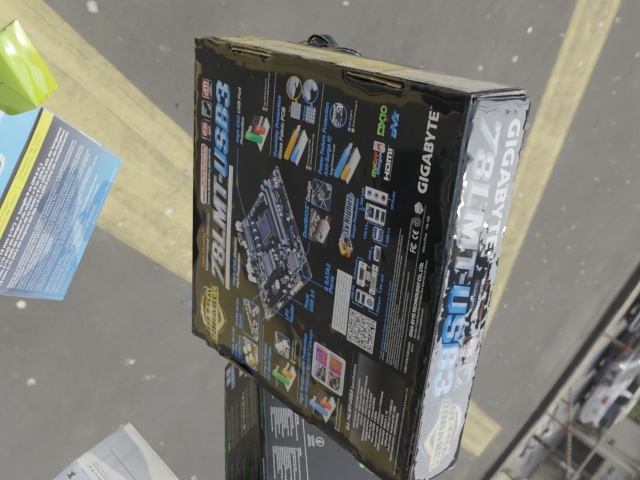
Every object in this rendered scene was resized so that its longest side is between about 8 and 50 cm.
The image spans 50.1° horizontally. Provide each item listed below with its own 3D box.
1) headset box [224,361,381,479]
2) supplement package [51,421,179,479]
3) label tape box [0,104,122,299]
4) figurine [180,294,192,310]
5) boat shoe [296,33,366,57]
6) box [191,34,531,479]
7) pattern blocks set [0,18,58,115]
[{"bbox_3d":[0.010,0.286,1.029,0.283,0.246,0.131,13,137,-24],"label":"headset box"},{"bbox_3d":[-0.299,0.361,0.927,0.134,0.139,0.244,-42,176,-3],"label":"supplement package"},{"bbox_3d":[-0.425,-0.058,0.933,0.348,0.115,0.249,50,61,-79],"label":"label tape box"},{"bbox_3d":[-0.090,0.085,1.077,0.209,0.092,0.215,-12,168,15],"label":"figurine"},{"bbox_3d":[-0.009,-0.278,1.116,0.127,0.340,0.113,27,79,-19],"label":"boat shoe"},{"bbox_3d":[0.000,0.000,0.555,0.073,0.293,0.296,-13,117,-40],"label":"box"},{"bbox_3d":[-0.235,-0.165,0.298,0.285,0.324,0.026,47,63,-25],"label":"pattern blocks set"}]
